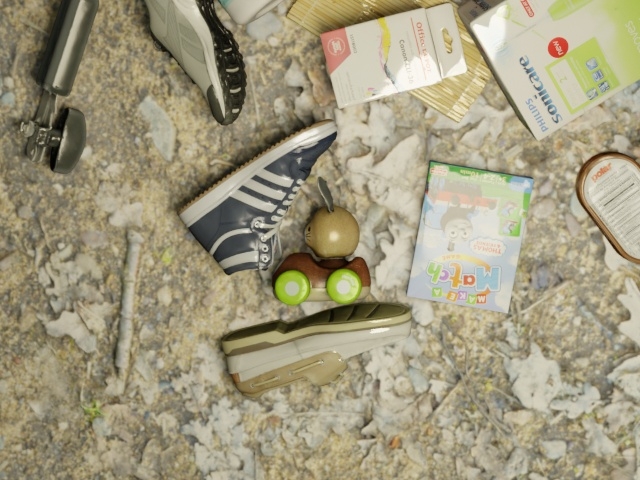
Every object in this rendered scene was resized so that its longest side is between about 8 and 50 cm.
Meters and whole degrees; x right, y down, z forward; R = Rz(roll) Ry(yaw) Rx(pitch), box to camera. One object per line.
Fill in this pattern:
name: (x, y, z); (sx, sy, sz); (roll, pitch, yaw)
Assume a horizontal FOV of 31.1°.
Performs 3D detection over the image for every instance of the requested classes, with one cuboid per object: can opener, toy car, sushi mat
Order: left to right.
can opener: (-0.390, -0.245, 1.760); (0.093, 0.074, 0.280); (9, 103, -33)
toy car: (0.000, 0.000, 1.729); (0.149, 0.155, 0.188); (-1, 89, 4)
sushi mat: (0.116, -0.320, 1.733); (0.317, 0.019, 0.151); (31, 100, -1)

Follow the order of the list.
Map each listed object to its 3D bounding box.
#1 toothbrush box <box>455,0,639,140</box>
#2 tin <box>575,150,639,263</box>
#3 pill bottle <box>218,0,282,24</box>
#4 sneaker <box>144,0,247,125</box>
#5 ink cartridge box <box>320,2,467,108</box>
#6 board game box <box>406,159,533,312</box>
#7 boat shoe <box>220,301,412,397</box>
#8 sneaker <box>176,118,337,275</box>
toothbrush box: (0.372, -0.312, 1.648); (0.283, 0.122, 0.206); (-30, 110, 9)
tin: (0.468, -0.049, 1.746); (0.106, 0.040, 0.189); (-38, 94, 4)
pill bottle: (-0.139, -0.455, 1.665); (0.146, 0.146, 0.264); (-37, 94, 8)
sneaker: (-0.193, -0.297, 1.727); (0.108, 0.100, 0.271); (-22, 93, 21)
ink cartridge box: (0.110, -0.275, 1.697); (0.198, 0.067, 0.115); (-14, 99, 7)
board game box: (0.228, -0.005, 1.764); (0.160, 0.039, 0.211); (9, 100, 2)
boat shoe: (0.002, 0.168, 1.774); (0.302, 0.113, 0.103); (-11, 99, 16)
sneaker: (-0.064, -0.057, 1.742); (0.282, 0.099, 0.153); (-33, 90, 14)
